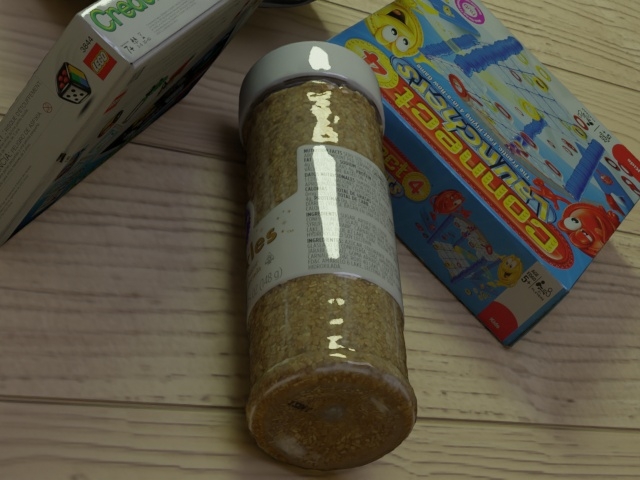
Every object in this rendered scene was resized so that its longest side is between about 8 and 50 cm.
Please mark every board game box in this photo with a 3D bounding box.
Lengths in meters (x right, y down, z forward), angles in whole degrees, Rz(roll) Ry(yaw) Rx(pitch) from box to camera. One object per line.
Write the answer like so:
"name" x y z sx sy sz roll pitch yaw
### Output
"board game box" -0.131 -0.130 1.092 0.053 0.193 0.305 43 34 -2
"board game box" 0.147 -0.092 1.428 0.308 0.086 0.302 45 34 3

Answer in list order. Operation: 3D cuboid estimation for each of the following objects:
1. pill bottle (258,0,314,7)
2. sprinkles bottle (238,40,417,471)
"pill bottle" -0.077 -0.312 1.323 0.363 0.210 0.210 -6 58 -53
"sprinkles bottle" 0.000 0.000 1.148 0.121 0.121 0.355 24 38 -26
